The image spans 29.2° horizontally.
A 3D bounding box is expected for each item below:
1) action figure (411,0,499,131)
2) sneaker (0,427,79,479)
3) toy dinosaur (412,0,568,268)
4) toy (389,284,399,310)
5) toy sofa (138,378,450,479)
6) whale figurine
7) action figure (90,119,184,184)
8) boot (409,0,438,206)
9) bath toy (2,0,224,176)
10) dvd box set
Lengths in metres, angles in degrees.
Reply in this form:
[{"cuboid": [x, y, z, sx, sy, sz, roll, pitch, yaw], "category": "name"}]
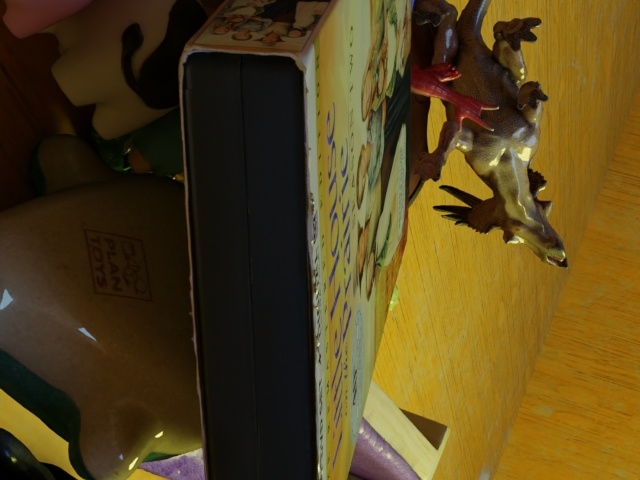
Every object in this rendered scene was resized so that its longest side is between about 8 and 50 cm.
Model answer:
[{"cuboid": [0.096, -0.186, 1.026, 0.091, 0.139, 0.280, 140, -28, -75], "category": "action figure"}, {"cuboid": [-0.155, 0.197, 0.713, 0.483, 0.185, 0.202, 71, -3, -86], "category": "sneaker"}, {"cuboid": [0.158, -0.122, 1.190, 0.200, 0.127, 0.296, 51, 33, -71], "category": "toy dinosaur"}, {"cuboid": [0.057, 0.038, 1.329, 0.137, 0.056, 0.237, 57, 42, -65], "category": "toy"}, {"cuboid": [-0.018, 0.176, 1.092, 0.177, 0.150, 0.362, -66, 153, -17], "category": "toy sofa"}, {"cuboid": [-0.155, 0.043, 0.716, 0.272, 0.141, 0.216, 15, 55, -53], "category": "whale figurine"}, {"cuboid": [-0.099, -0.049, 0.881, 0.232, 0.063, 0.137, 23, 88, -67], "category": "action figure"}, {"cuboid": [0.057, -0.179, 1.145, 0.264, 0.096, 0.280, -66, 159, -19], "category": "boot"}, {"cuboid": [-0.116, -0.170, 0.615, 0.129, 0.151, 0.348, -30, 154, 3], "category": "bath toy"}, {"cuboid": [0.005, -0.039, 0.759, 0.420, 0.062, 0.308, -68, 160, -62], "category": "dvd box set"}]
